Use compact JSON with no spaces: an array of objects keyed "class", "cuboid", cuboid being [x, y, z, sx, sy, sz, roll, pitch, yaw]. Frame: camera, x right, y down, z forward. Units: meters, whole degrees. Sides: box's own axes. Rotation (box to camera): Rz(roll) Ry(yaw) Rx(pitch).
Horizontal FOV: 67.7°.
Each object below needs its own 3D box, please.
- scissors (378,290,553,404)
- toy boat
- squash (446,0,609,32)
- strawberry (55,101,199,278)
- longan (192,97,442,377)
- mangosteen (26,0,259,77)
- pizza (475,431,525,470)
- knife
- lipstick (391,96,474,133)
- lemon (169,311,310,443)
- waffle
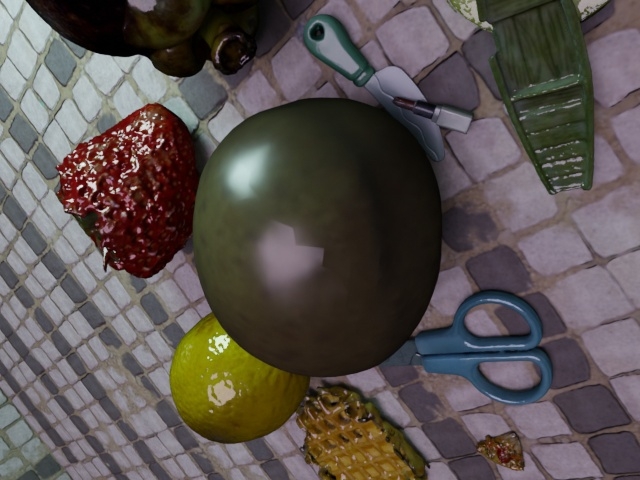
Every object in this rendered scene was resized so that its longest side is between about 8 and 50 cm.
[{"class":"scissors","cuboid":[0.143,0.191,0.810,0.447,0.029,0.192,-12,107,34]},{"class":"toy boat","cuboid":[0.240,-0.179,0.517,0.093,0.055,0.293,-6,130,38]},{"class":"squash","cuboid":[0.225,-0.328,0.495,0.219,0.041,0.219,13,119,24]},{"class":"strawberry","cuboid":[-0.326,-0.082,0.853,0.261,0.258,0.261,38,155,22]},{"class":"longan","cuboid":[0.000,0.000,0.627,0.361,0.361,0.360,13,119,25]},{"class":"mangosteen","cuboid":[-0.217,-0.366,0.581,0.330,0.330,0.329,13,119,25]},{"class":"pizza","cuboid":[0.305,0.351,0.798,0.083,0.025,0.078,20,124,22]},{"class":"knife","cuboid":[0.084,-0.212,0.649,0.260,0.034,0.063,41,116,-2]},{"class":"lipstick","cuboid":[0.145,-0.169,0.624,0.107,0.025,0.025,22,123,13]},{"class":"lemon","cuboid":[-0.144,0.235,0.865,0.268,0.267,0.267,13,119,25]},{"class":"waffle","cuboid":[0.072,0.412,0.942,0.281,0.060,0.262,11,119,25]}]
